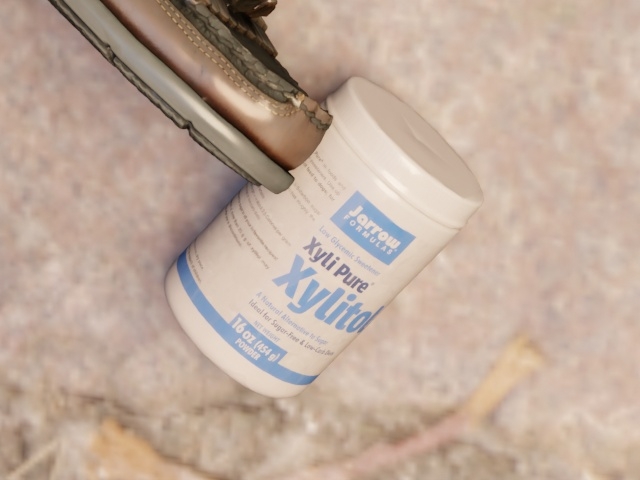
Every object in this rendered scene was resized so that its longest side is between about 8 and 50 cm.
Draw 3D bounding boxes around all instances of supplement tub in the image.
[{"bbox_3d":[0.000,0.000,0.705,0.071,0.071,0.107,45,107,6],"label":"supplement tub"}]

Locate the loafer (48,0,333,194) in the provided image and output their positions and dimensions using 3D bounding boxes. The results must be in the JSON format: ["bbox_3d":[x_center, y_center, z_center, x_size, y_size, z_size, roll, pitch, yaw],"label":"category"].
[{"bbox_3d":[-0.082,-0.130,0.688,0.084,0.096,0.267,-46,69,2],"label":"loafer"}]
